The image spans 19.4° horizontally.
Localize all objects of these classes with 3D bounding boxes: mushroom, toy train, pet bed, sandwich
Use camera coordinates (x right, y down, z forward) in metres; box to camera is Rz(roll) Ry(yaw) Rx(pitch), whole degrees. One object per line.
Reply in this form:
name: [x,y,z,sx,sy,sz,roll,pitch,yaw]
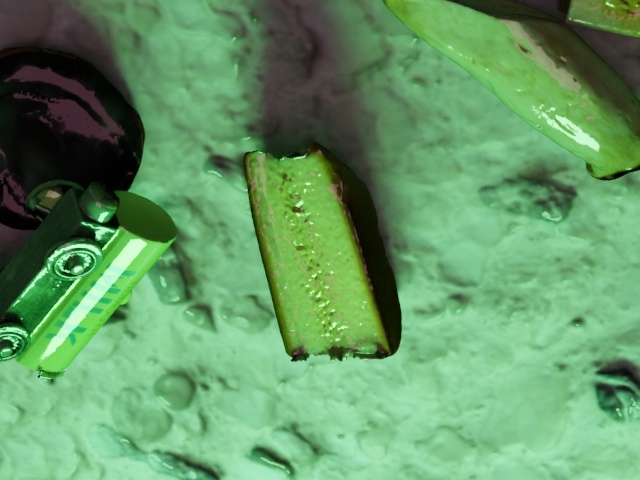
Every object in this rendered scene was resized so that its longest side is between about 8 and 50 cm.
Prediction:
mushroom: [0.200,-0.178,1.832,0.333,0.087,0.107,38,126,-12]
toy train: [-0.254,0.042,1.880,0.157,0.105,0.253,15,128,-41]
pet bed: [-0.279,-0.101,1.869,0.201,0.053,0.201,-1,112,-3]
sandwich: [0.000,0.000,1.880,0.122,0.128,0.236,-11,111,7]

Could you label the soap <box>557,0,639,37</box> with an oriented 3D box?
soap: [0.359,-0.262,1.812,0.232,0.073,0.140,9,115,-6]
